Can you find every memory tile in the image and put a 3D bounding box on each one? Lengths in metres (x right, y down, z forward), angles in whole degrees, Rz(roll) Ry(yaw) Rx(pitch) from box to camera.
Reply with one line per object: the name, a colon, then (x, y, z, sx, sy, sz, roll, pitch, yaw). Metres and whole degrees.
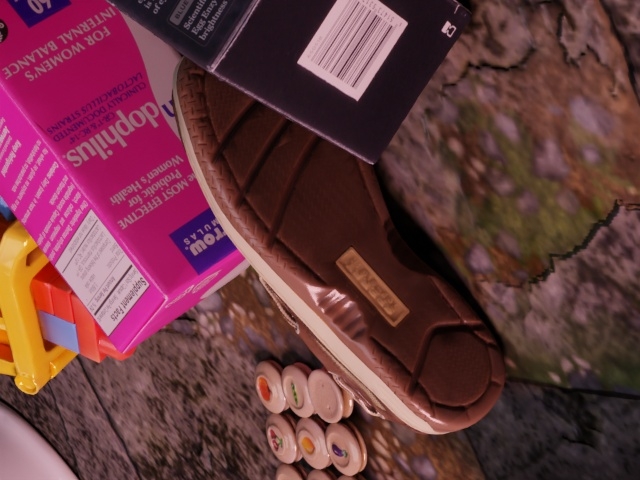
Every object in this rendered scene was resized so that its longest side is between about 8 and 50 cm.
memory tile: (-0.002, 0.152, 1.196, 0.113, 0.012, 0.148, 1, 106, 56)

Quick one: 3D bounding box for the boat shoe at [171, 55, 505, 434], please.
boat shoe: (-0.006, 0.005, 1.006, 0.257, 0.095, 0.095, 57, 157, -4)

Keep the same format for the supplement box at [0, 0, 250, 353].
supplement box: (-0.134, -0.058, 1.108, 0.220, 0.111, 0.114, 52, 150, 3)

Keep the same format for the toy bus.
toy bus: (-0.218, -0.001, 1.278, 0.211, 0.149, 0.220, 19, 134, 28)

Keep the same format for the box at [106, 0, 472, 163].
box: (-0.039, -0.127, 0.839, 0.158, 0.093, 0.156, 36, -174, 31)

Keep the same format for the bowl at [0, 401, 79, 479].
bowl: (-0.315, 0.302, 1.735, 0.298, 0.134, 0.298, 37, 146, 30)
